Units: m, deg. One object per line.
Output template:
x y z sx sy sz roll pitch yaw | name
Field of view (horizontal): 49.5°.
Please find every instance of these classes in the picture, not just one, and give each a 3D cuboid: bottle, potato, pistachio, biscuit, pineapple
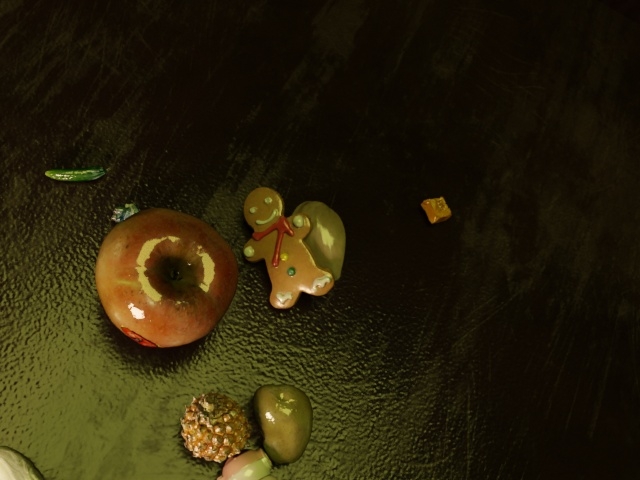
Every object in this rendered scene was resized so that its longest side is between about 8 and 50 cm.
-0.144 0.594 1.614 0.147 0.147 0.236 -24 68 -25 | bottle
-0.090 0.444 1.686 0.157 0.157 0.194 -1 82 -18 | potato
0.000 0.000 1.918 0.153 0.138 0.238 -26 81 1 | pistachio
-0.113 0.012 1.858 0.216 0.047 0.340 -24 81 14 | biscuit
-0.251 0.411 1.623 0.161 0.137 0.176 -19 38 -19 | pineapple

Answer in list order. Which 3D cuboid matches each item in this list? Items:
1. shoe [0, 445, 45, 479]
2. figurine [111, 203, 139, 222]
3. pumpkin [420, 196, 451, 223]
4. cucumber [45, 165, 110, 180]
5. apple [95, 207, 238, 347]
-0.648 0.609 1.452 0.210 0.132 0.342 -30 82 -28 | shoe
-0.480 -0.054 1.827 0.136 0.079 0.077 16 105 -15 | figurine
0.349 -0.090 2.109 0.083 0.054 0.074 -12 73 -44 | pumpkin
-0.645 -0.177 1.850 0.168 0.039 0.039 -4 69 -15 | cucumber
-0.379 0.095 1.673 0.338 0.305 0.339 8 73 -26 | apple
